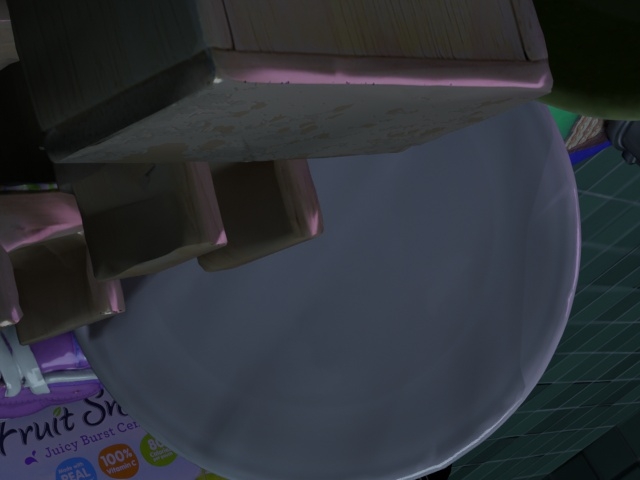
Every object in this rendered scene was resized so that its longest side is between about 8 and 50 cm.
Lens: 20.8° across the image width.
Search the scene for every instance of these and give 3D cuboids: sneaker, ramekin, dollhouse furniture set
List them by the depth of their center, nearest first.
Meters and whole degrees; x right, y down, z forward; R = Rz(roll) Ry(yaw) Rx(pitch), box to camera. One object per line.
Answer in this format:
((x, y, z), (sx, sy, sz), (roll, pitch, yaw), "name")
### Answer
((-0.150, -0.110, 0.621), (0.394, 0.256, 0.362), (-20, 170, 39), "dollhouse furniture set")
((-0.205, 0.054, 0.938), (0.161, 0.102, 0.282), (-14, 174, 13), "sneaker")
((0.000, 0.000, 0.938), (0.273, 0.273, 0.127), (-31, 173, -1), "ramekin")

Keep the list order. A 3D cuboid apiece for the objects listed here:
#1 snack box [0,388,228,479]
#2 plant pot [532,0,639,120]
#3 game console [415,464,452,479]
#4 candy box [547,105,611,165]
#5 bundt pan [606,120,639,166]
((-0.157, 0.145, 1.151), (0.207, 0.174, 0.070), (-14, 158, -37), "snack box")
((0.164, -0.225, 0.689), (0.254, 0.276, 0.276), (-33, 163, -32), "plant pot")
((0.012, 0.063, 1.151), (0.213, 0.044, 0.361), (-36, 130, -12), "game console")
((0.215, -0.183, 0.999), (0.317, 0.122, 0.268), (-28, 159, -13), "candy box")
((0.338, -0.103, 1.010), (0.331, 0.124, 0.331), (-29, 161, -11), "bundt pan")
